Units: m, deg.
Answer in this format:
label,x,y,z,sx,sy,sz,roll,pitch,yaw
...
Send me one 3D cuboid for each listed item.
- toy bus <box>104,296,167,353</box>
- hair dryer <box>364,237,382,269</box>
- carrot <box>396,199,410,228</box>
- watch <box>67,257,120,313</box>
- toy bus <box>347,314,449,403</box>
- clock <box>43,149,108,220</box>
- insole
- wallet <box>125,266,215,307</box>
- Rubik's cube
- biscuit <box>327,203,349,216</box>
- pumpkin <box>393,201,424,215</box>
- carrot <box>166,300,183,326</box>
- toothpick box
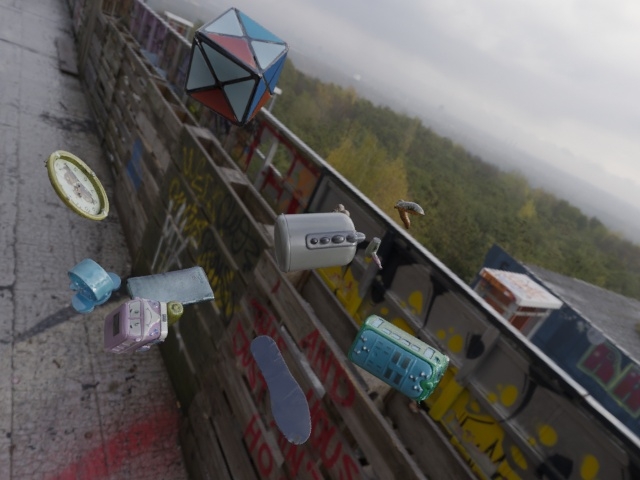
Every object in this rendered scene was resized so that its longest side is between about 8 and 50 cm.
label,x,y,z,sx,sy,sz,roll,pitch,yaw
toy bus,-0.591,0.275,1.419,0.142,0.202,0.142,16,55,-44
hair dryer,0.264,0.075,2.095,0.053,0.106,0.154,1,51,-23
carrot,0.330,-0.098,1.749,0.036,0.035,0.165,51,-10,46
watch,-0.947,0.166,1.817,0.210,0.193,0.211,6,50,-7
toy bus,0.271,0.422,1.587,0.343,0.184,0.199,27,7,20
clock,-0.738,-0.157,1.332,0.237,0.057,0.237,64,4,-9
insole,-0.124,0.454,1.370,0.118,0.009,0.349,-18,65,-26
wallet,-0.673,0.228,2.005,0.378,0.046,0.191,-11,70,-46
Rubik's cube,-0.285,-0.581,1.497,0.250,0.248,0.246,32,49,-6
biscuit,0.041,-0.062,1.963,0.041,0.209,0.290,26,-20,-19
pumpkin,0.235,-0.088,1.167,0.083,0.028,0.050,13,-2,1
carrot,-0.618,0.327,1.672,0.074,0.358,0.074,27,42,-27
toothpick box,0.000,0.000,1.619,0.316,0.229,0.229,-5,31,-13
